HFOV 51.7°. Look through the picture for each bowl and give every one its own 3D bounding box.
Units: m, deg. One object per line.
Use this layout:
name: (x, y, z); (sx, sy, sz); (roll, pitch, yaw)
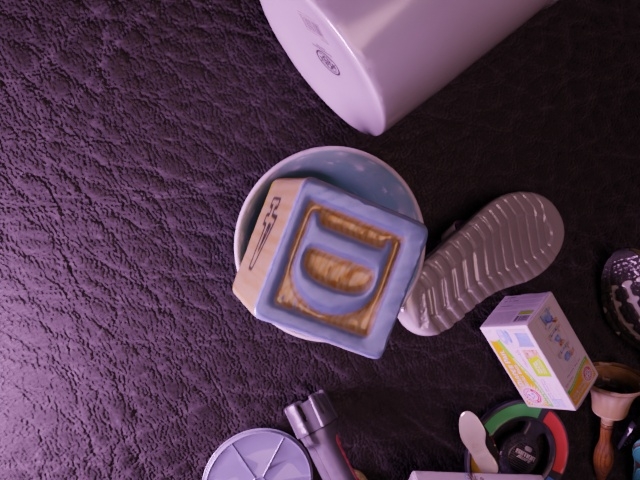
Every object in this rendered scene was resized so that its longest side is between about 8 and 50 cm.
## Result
bowl: (0.000, 0.000, 1.109); (0.312, 0.163, 0.311); (-2, 96, -16)

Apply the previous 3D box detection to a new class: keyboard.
keyboard: (0.678, 0.373, 1.343); (0.192, 0.038, 0.100); (-7, 120, -40)

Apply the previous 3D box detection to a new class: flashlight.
flashlight: (0.046, 0.411, 1.156); (0.103, 0.103, 0.304); (-23, 77, -20)

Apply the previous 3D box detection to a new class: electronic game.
electronic game: (0.393, 0.426, 1.316); (0.229, 0.048, 0.229); (-1, 95, -14)

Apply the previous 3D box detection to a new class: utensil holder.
utensil holder: (0.144, -0.396, 1.032); (0.385, 0.327, 0.327); (-41, 104, -5)

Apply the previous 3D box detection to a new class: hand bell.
hand bell: (0.587, 0.384, 1.353); (0.126, 0.126, 0.241); (-7, 110, -14)

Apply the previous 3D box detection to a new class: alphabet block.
alphabet block: (0.005, 0.030, 0.928); (0.193, 0.197, 0.193); (23, 89, -15)

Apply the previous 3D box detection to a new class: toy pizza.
toy pizza: (-0.113, 0.431, 1.188); (0.201, 0.032, 0.201); (-2, 96, -16)

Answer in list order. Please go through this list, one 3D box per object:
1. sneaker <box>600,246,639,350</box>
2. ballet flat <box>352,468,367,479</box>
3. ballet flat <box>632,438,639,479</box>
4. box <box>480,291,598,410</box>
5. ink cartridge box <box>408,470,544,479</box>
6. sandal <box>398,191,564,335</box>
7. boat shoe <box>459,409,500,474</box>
sneaker: (0.726, 0.157, 1.361); (0.410, 0.158, 0.182); (51, 51, -12)
ballet flat: (0.016, 0.594, 1.196); (0.123, 0.123, 0.348); (25, 88, -16)
ballet flat: (0.684, 0.446, 1.344); (0.087, 0.083, 0.247); (-40, 139, -19)
box: (0.416, 0.211, 1.254); (0.103, 0.114, 0.203); (-42, 105, -32)
ink cartridge box: (0.282, 0.558, 1.190); (0.270, 0.197, 0.198); (7, 122, -15)
sandal: (0.283, 0.026, 1.218); (0.416, 0.102, 0.169); (-26, 102, -27)
boat shoe: (0.301, 0.379, 1.257); (0.049, 0.042, 0.133); (-24, 95, 25)
